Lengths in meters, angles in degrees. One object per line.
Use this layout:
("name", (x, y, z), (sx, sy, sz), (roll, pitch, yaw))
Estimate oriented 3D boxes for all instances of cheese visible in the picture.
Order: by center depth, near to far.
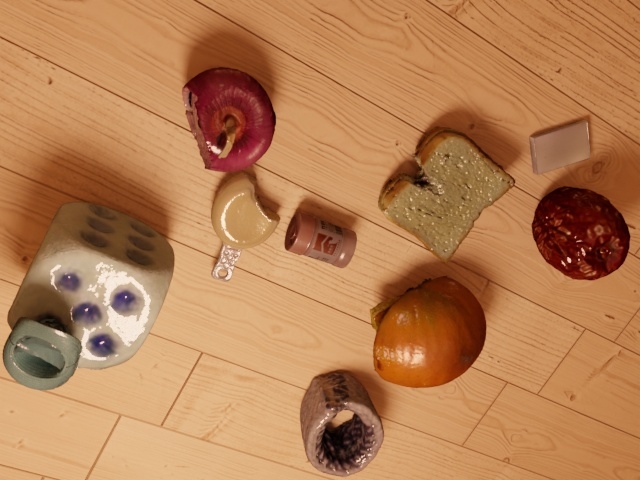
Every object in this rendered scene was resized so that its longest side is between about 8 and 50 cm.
("cheese", (-0.206, -0.028, 1.453), (0.163, 0.071, 0.249), (39, 100, -24))

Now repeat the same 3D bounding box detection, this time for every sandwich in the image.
("sandwich", (0.296, -0.120, 1.518), (0.249, 0.095, 0.273), (35, 102, -20))

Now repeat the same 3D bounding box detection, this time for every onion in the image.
("onion", (-0.184, -0.256, 1.314), (0.200, 0.200, 0.208), (-27, 84, -1))

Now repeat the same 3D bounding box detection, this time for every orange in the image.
("orange", (0.275, 0.239, 1.578), (0.309, 0.274, 0.275), (-5, 114, -4))

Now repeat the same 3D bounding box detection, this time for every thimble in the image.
("thimble", (0.050, 0.491, 1.685), (0.216, 0.157, 0.246), (-13, 116, -10))

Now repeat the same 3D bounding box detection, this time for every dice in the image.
("dice", (-0.479, 0.090, 1.332), (0.264, 0.268, 0.263), (26, 104, -20))

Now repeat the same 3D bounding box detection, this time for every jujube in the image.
("jujube", (0.638, -0.019, 1.562), (0.212, 0.232, 0.213), (-4, 117, -8))

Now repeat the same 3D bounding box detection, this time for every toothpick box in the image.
("toothpick box", (0.000, 0.000, 1.496), (0.148, 0.098, 0.099), (18, 107, -20))

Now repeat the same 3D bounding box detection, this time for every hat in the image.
("hat", (-0.517, 0.199, 1.183), (0.138, 0.078, 0.191), (29, 123, -12))

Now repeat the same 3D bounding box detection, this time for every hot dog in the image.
("hot dog", (0.210, 0.207, 1.638), (0.261, 0.093, 0.123), (33, 94, -38))

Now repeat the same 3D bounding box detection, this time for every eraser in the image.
("eraser", (0.605, -0.233, 1.578), (0.150, 0.023, 0.104), (-18, 115, -5))
